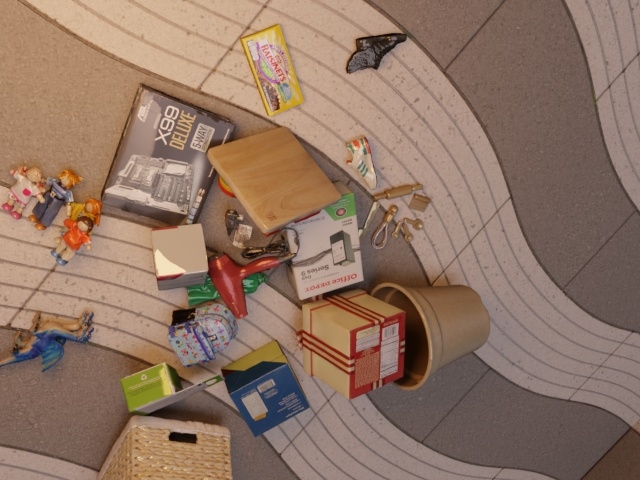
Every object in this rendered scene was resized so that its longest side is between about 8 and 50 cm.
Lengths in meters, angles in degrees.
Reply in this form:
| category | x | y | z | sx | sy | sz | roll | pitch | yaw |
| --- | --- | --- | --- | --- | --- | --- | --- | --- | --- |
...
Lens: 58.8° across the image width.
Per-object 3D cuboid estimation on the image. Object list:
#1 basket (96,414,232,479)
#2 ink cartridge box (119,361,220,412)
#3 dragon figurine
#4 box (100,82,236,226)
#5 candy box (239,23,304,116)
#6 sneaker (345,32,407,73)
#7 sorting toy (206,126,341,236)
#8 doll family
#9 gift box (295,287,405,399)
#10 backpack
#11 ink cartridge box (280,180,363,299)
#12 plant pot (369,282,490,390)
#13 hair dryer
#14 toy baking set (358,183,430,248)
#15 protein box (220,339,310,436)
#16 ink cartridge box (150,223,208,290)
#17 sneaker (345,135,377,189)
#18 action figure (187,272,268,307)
| category | x | y | z | sx | sy | sz | roll | pitch | yaw |
| --- | --- | --- | --- | --- | --- | --- | --- | --- | --- |
| basket | -0.459 | 0.735 | 1.684 | 0.328 | 0.266 | 0.331 | 19 | 116 | -29 |
| ink cartridge box | -0.414 | 0.400 | 1.623 | 0.255 | 0.097 | 0.189 | -21 | 164 | -11 |
| dragon figurine | -0.733 | 0.286 | 1.510 | 0.289 | 0.085 | 0.144 | -45 | 120 | 2 |
| box | -0.383 | -0.202 | 1.426 | 0.242 | 0.076 | 0.308 | 18 | 106 | -28 |
| candy box | -0.121 | -0.432 | 1.451 | 0.105 | 0.027 | 0.206 | -27 | 120 | -12 |
| sneaker | 0.149 | -0.498 | 1.513 | 0.170 | 0.051 | 0.089 | -11 | 117 | -11 |
| sorting toy | -0.124 | -0.143 | 1.444 | 0.257 | 0.256 | 0.089 | -26 | 162 | -38 |
| doll family | -0.622 | -0.080 | 1.371 | 0.263 | 0.118 | 0.163 | 43 | 108 | 0 |
| gift box | 0.096 | 0.276 | 1.706 | 0.255 | 0.258 | 0.277 | -7 | 106 | -37 |
| backpack | -0.327 | 0.265 | 1.618 | 0.173 | 0.117 | 0.158 | -14 | 118 | 4 |
| ink cartridge box | 0.000 | 0.000 | 1.638 | 0.211 | 0.121 | 0.290 | -16 | 118 | -13 |
| plant pot | 0.356 | 0.272 | 1.814 | 0.305 | 0.333 | 0.334 | -10 | 117 | -30 |
| hair dryer | -0.197 | 0.079 | 1.532 | 0.223 | 0.080 | 0.294 | 21 | 106 | 5 |
| toy baking set | 0.226 | -0.071 | 1.746 | 0.256 | 0.030 | 0.197 | -11 | 117 | -16 |
| protein box | -0.170 | 0.461 | 1.776 | 0.199 | 0.136 | 0.201 | -27 | 120 | -8 |
| ink cartridge box | -0.366 | 0.047 | 1.471 | 0.128 | 0.176 | 0.128 | -8 | 76 | -17 |
| sneaker | 0.115 | -0.216 | 1.632 | 0.075 | 0.057 | 0.161 | -14 | 120 | 4 |
| action figure | -0.264 | 0.116 | 1.625 | 0.232 | 0.063 | 0.137 | -2 | 112 | -16 |
